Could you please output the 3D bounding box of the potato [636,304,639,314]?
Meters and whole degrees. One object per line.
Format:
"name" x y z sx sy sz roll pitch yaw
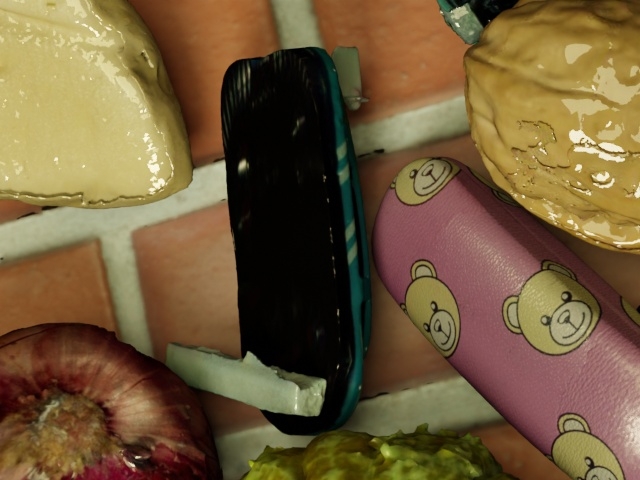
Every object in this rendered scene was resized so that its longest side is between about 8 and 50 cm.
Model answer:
"potato" 0.271 0.102 1.340 0.096 0.066 0.103 4 95 -16

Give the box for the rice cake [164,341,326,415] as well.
"rice cake" -0.062 0.104 1.413 0.180 0.030 0.042 10 94 50

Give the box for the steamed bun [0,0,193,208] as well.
"steamed bun" -0.203 -0.136 1.479 0.231 0.110 0.212 6 104 14

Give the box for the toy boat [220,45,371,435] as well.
"toy boat" 0.000 0.000 1.419 0.134 0.092 0.299 -4 92 50

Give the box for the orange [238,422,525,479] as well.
"orange" 0.048 0.273 1.314 0.301 0.223 0.300 -34 72 5

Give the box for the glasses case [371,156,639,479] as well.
"glasses case" 0.151 0.061 1.338 0.316 0.076 0.123 46 125 31

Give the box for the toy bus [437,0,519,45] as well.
"toy bus" 0.111 -0.244 1.326 0.128 0.256 0.147 -30 70 12

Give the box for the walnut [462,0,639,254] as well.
"walnut" 0.222 -0.092 1.307 0.245 0.198 0.198 18 90 15

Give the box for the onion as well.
"onion" -0.201 0.192 1.407 0.252 0.219 0.252 7 50 -9
